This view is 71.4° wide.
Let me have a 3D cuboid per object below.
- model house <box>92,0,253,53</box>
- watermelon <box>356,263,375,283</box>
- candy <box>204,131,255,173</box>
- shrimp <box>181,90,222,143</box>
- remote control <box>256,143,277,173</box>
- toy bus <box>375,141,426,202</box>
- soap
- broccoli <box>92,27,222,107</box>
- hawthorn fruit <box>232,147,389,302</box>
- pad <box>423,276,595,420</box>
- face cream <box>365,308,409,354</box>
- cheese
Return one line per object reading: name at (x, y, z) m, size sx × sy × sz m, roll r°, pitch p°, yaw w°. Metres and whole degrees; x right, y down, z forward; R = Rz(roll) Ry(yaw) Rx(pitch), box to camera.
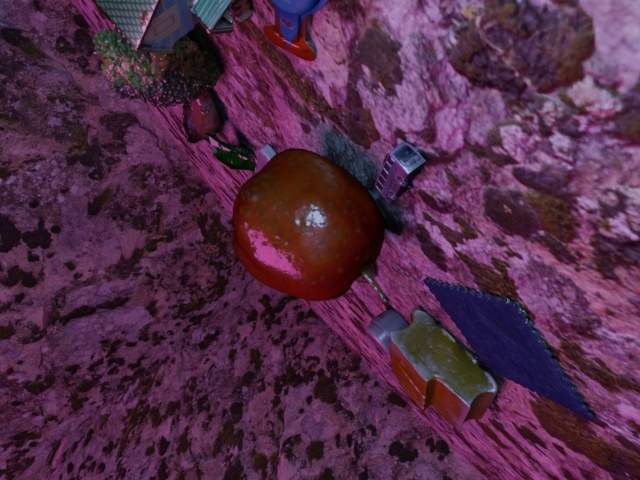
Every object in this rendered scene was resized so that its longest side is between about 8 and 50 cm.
model house at (-0.189, -0.340, 0.564) m, size 0.178 × 0.206 × 0.271 m, roll 52°, pitch 168°, yaw -8°
watermelon at (0.097, 0.068, 1.153) m, size 0.094 × 0.081 × 0.180 m, roll 26°, pitch 175°, yaw 25°
candy at (-0.272, -0.262, 1.370) m, size 0.141 × 0.078 × 0.203 m, roll 19°, pitch 178°, yaw 3°
shrimp at (-0.395, -0.405, 1.397) m, size 0.221 × 0.110 × 0.446 m, roll 56°, pitch 164°, yaw -3°
remote control at (-0.138, -0.193, 1.261) m, size 0.103 × 0.034 × 0.250 m, roll 50°, pitch 169°, yaw -1°
toy bus at (0.113, -0.096, 0.647) m, size 0.052 × 0.037 × 0.130 m, roll 52°, pitch 170°, yaw 10°
soap at (0.292, 0.329, 1.096) m, size 0.259 × 0.143 × 0.281 m, roll 42°, pitch 161°, yaw 32°
broccoli at (-0.373, -0.411, 1.005) m, size 0.288 × 0.235 × 0.260 m, roll 8°, pitch 157°, yaw 12°
hawthorn fruit at (0.000, 0.000, 0.816) m, size 0.330 × 0.287 × 0.287 m, roll 41°, pitch 166°, yaw 16°
pad at (0.324, 0.183, 0.805) m, size 0.269 × 0.012 × 0.269 m, roll 52°, pitch 168°, yaw -12°
face cream at (0.198, 0.267, 1.299) m, size 0.117 × 0.104 × 0.117 m, roll 48°, pitch 169°, yaw 13°
cheese at (-0.037, -0.295, 0.539) m, size 0.106 × 0.037 × 0.256 m, roll 30°, pitch 173°, yaw -1°
